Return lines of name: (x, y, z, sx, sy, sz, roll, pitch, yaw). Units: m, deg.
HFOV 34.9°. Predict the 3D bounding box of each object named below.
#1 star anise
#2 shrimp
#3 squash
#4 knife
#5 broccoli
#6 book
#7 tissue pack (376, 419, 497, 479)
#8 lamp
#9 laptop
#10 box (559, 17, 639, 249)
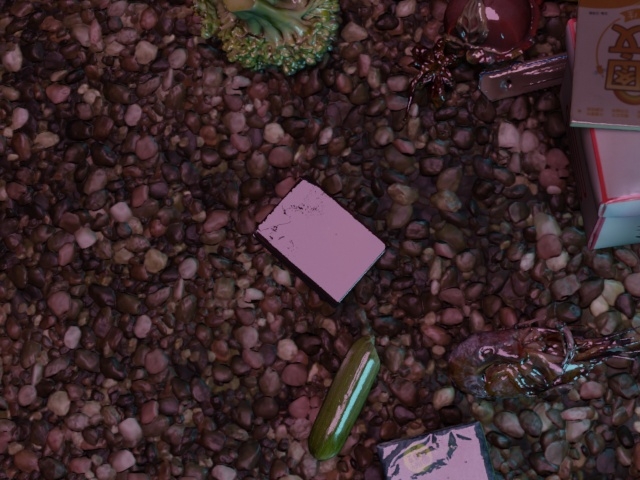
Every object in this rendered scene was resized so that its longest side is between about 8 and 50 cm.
star anise: (0.190, -0.285, 1.820, 0.097, 0.070, 0.190, 24, 74, -1)
shrimp: (0.384, 0.188, 1.723, 0.343, 0.116, 0.145, -10, 106, 3)
squash: (0.044, 0.274, 1.778, 0.069, 0.069, 0.238, 24, 89, 9)
knife: (0.458, -0.321, 1.805, 0.365, 0.043, 0.089, -14, 109, 8)
broccoli: (-0.103, -0.422, 1.788, 0.263, 0.243, 0.247, 32, 101, 15)
book: (0.484, -0.299, 1.511, 0.208, 0.020, 0.295, 5, 73, 10)
tissue pack: (0.216, 0.451, 1.729, 0.185, 0.081, 0.257, -15, 81, 5)
lamp: (0.288, -0.398, 1.789, 0.215, 0.151, 0.223, 28, 48, 14)
laptop: (0.000, 0.000, 1.839, 0.207, 0.026, 0.154, 41, 88, 9)
box: (0.564, -0.178, 1.630, 0.315, 0.300, 0.312, -8, 72, 6)
